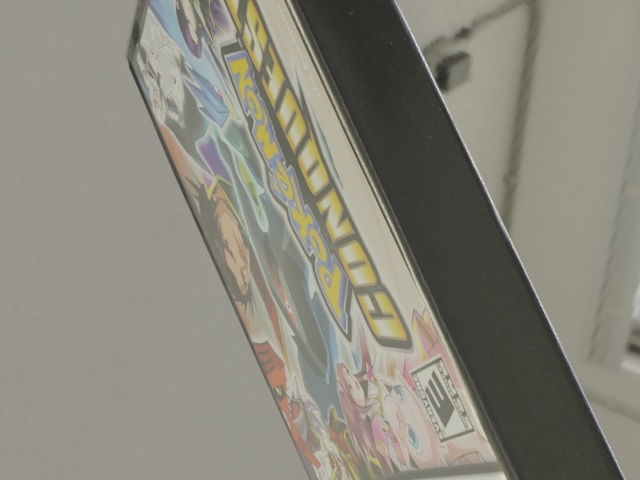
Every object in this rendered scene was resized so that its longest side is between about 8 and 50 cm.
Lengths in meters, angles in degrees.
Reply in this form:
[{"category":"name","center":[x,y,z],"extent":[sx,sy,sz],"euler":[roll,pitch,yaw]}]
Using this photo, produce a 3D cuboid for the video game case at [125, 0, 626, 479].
[{"category":"video game case","center":[0.000,0.000,0.508],"extent":[0.035,0.275,0.248],"euler":[-22,-8,-17]}]
